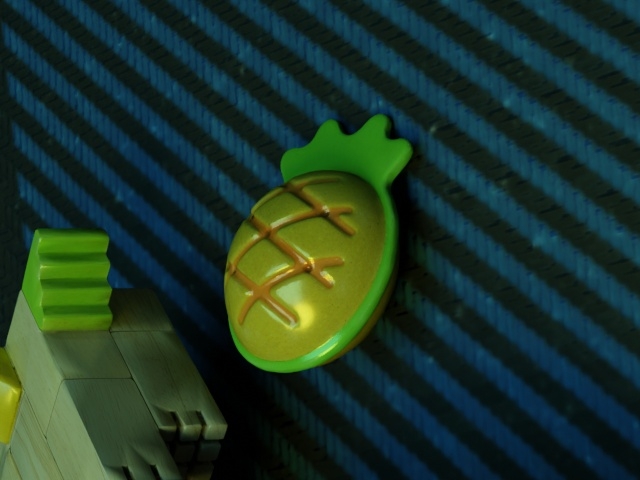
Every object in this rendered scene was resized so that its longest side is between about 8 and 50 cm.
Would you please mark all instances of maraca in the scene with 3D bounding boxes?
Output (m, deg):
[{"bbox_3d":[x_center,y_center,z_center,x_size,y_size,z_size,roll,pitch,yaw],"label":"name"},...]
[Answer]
[{"bbox_3d":[0.000,0.000,1.167,0.127,0.099,0.186,-1,61,36],"label":"maraca"}]

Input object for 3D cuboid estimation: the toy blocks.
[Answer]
[{"bbox_3d":[-0.146,0.222,1.178,0.261,0.190,0.381,56,136,46],"label":"toy blocks"}]
